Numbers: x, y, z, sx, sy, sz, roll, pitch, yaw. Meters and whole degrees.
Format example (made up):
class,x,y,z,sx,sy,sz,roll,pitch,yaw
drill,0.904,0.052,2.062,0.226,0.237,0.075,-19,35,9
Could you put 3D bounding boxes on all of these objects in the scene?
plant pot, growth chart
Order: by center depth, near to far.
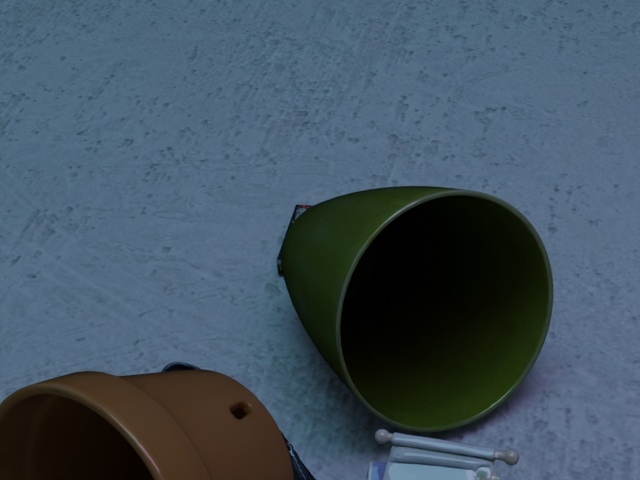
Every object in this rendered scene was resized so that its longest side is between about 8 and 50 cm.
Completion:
class,x,y,z,sx,sy,sz,roll,pitch,yaw
plant pot,-0.162,0.250,1.431,0.291,0.290,0.203,23,27,35
growth chart,0.083,0.296,1.442,0.172,0.021,0.237,12,67,18
plant pot,0.077,0.048,1.718,0.275,0.274,0.293,-20,21,-21

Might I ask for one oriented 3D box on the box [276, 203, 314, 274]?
class,x,y,z,sx,sy,sz,roll,pitch,yaw
box,0.000,0.000,1.969,0.094,0.027,0.137,4,35,10

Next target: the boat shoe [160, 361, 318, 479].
class,x,y,z,sx,sy,sz,roll,pitch,yaw
boat shoe,-0.085,0.228,1.579,0.108,0.102,0.301,-23,38,-24
